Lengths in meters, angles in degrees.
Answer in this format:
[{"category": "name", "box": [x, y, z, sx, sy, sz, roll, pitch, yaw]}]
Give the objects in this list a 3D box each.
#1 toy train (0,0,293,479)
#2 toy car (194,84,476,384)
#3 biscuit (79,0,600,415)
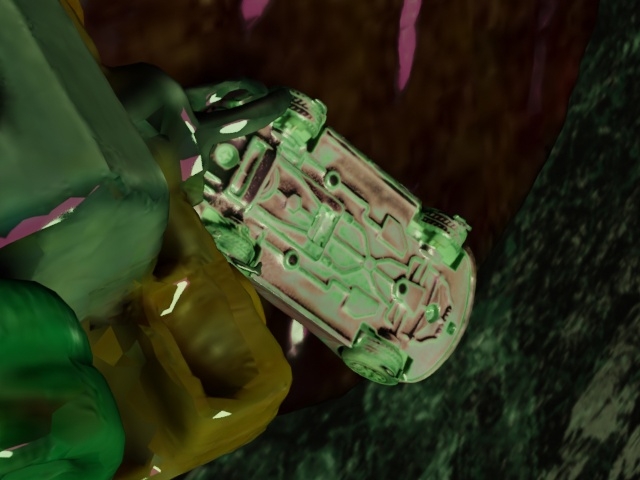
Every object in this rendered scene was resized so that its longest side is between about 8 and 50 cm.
[{"category": "toy train", "box": [-0.200, 0.057, 0.401, 0.429, 0.178, 0.249, -23, 160, -26]}, {"category": "toy car", "box": [0.000, 0.000, 0.613, 0.142, 0.055, 0.069, 38, 70, -33]}, {"category": "biscuit", "box": [-0.041, -0.124, 0.630, 0.407, 0.091, 0.407, -17, 116, -37]}]
